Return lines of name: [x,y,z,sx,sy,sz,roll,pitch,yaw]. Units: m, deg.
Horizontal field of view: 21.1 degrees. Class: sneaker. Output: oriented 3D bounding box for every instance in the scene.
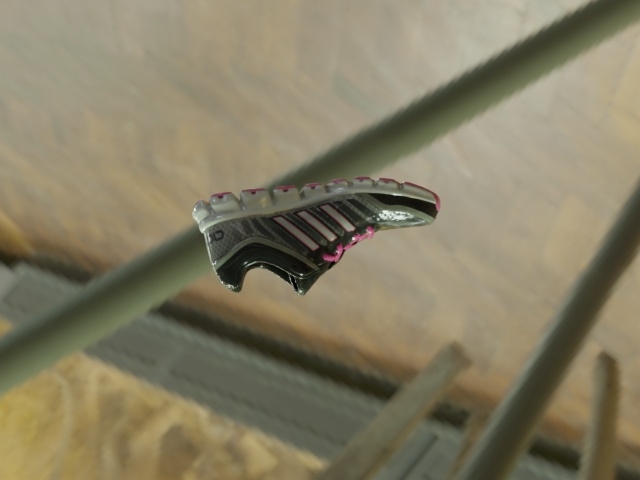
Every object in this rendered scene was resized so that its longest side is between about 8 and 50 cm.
sneaker: [0.000,0.000,1.180,0.063,0.170,0.075,113,151,-81]
